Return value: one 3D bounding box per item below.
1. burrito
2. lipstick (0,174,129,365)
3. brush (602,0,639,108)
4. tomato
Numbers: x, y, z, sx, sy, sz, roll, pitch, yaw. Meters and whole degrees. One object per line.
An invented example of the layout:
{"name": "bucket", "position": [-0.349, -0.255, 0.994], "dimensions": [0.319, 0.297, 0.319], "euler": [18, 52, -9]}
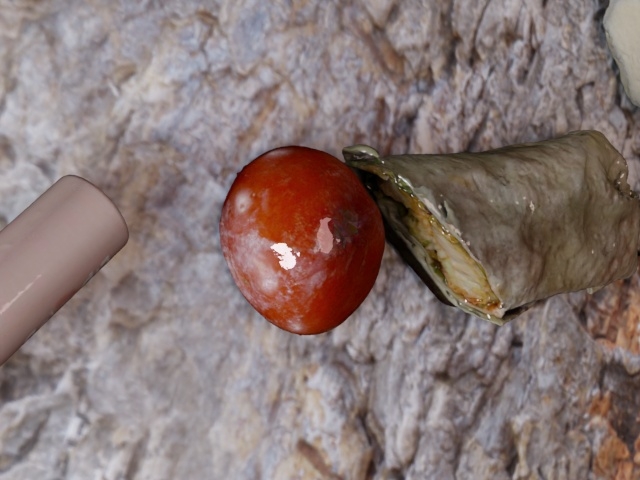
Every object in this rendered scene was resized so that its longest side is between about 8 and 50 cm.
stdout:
{"name": "burrito", "position": [0.175, -0.013, 1.273], "dimensions": [0.347, 0.107, 0.175], "euler": [-6, 77, -40]}
{"name": "lipstick", "position": [-0.241, 0.058, 0.962], "dimensions": [0.254, 0.070, 0.070], "euler": [-47, 114, -30]}
{"name": "brush", "position": [0.435, -0.219, 1.384], "dimensions": [0.166, 0.266, 0.174], "euler": [-34, 117, -36]}
{"name": "tomato", "position": [0.000, 0.000, 1.140], "dimensions": [0.139, 0.091, 0.159], "euler": [-32, 108, -33]}
